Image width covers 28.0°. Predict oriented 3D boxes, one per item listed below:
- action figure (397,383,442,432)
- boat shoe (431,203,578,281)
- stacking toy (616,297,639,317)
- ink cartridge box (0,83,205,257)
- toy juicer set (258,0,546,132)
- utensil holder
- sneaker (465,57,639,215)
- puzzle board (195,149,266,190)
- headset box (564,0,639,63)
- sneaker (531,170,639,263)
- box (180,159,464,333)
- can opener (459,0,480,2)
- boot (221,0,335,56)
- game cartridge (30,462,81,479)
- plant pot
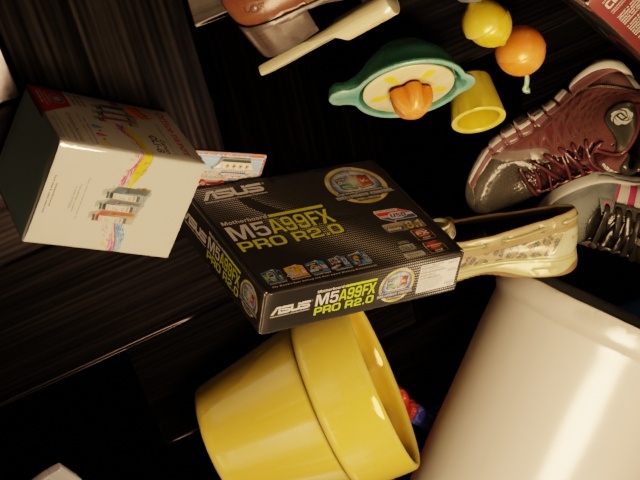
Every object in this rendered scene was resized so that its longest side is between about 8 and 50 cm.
[{"bbox_3d":[0.122,0.288,1.909,0.280,0.091,0.139,35,91,-43],"label":"action figure"},{"bbox_3d":[0.198,-0.005,1.697,0.285,0.104,0.089,-3,116,-4],"label":"boat shoe"},{"bbox_3d":[0.527,0.236,2.097,0.175,0.166,0.302,-12,143,-28],"label":"stacking toy"},{"bbox_3d":[-0.240,-0.073,1.394,0.176,0.128,0.127,8,119,-36],"label":"ink cartridge box"},{"bbox_3d":[0.121,-0.200,1.481,0.329,0.090,0.209,5,154,-32],"label":"toy juicer set"},{"bbox_3d":[0.323,0.267,1.793,0.327,0.327,0.386,21,96,-40],"label":"utensil holder"},{"bbox_3d":[0.328,-0.108,1.681,0.281,0.162,0.106,-43,134,6],"label":"sneaker"},{"bbox_3d":[-0.133,-0.064,1.546,0.128,0.011,0.096,1,123,-32],"label":"puzzle board"},{"bbox_3d":[0.343,-0.308,1.498,0.293,0.218,0.110,28,106,-43],"label":"headset box"},{"bbox_3d":[0.455,-0.004,1.825,0.295,0.178,0.124,-3,125,-28],"label":"sneaker"},{"bbox_3d":[0.000,0.000,1.521,0.270,0.216,0.060,-11,130,-28],"label":"box"},{"bbox_3d":[0.177,-0.395,1.372,0.074,0.093,0.280,-1,100,-39],"label":"can opener"},{"bbox_3d":[-0.032,-0.371,1.343,0.264,0.096,0.280,-32,127,4],"label":"boot"},{"bbox_3d":[-0.367,0.335,1.712,0.083,0.017,0.056,-40,130,2],"label":"game cartridge"},{"bbox_3d":[-0.025,0.224,1.687,0.239,0.254,0.254,-23,134,6],"label":"plant pot"}]
